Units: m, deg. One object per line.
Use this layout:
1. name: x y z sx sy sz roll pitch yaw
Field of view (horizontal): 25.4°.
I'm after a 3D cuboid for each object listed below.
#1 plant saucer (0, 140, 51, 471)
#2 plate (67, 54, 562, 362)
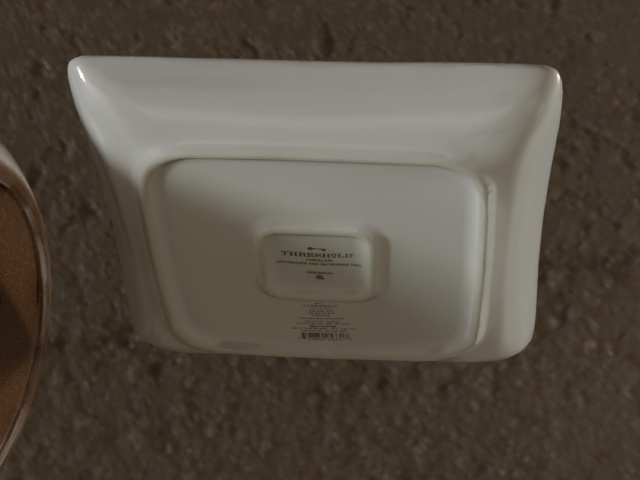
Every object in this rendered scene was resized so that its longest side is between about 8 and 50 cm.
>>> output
1. plant saucer: -0.244 0.065 0.871 0.050 0.310 0.311 10 123 18
2. plate: 0.000 0.000 0.873 0.277 0.045 0.278 1 142 4
